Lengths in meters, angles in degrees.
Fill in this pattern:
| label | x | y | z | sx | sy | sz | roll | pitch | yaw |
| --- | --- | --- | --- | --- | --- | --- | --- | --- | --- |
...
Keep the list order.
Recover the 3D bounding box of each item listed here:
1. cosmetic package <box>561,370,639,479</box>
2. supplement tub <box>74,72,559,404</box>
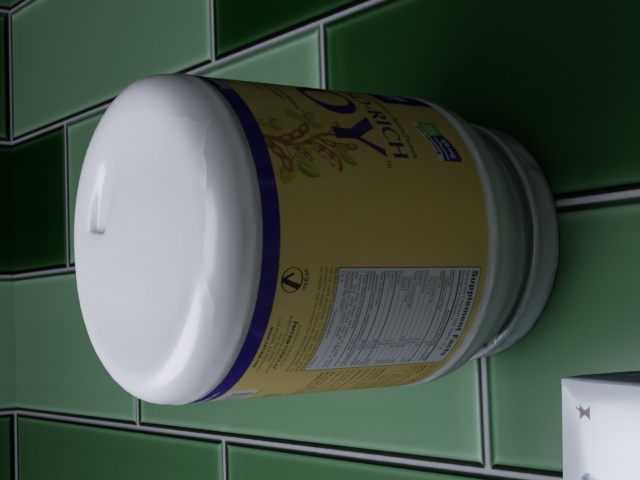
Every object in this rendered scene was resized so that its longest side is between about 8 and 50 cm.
| label | x | y | z | sx | sy | sz | roll | pitch | yaw |
| --- | --- | --- | --- | --- | --- | --- | --- | --- | --- |
| cosmetic package | 0.285 | 0.277 | 0.716 | 0.284 | 0.097 | 0.377 | -4 | 86 | 57 |
| supplement tub | 0.000 | 0.000 | 0.915 | 0.241 | 0.331 | 0.241 | 0 | 89 | 54 |
